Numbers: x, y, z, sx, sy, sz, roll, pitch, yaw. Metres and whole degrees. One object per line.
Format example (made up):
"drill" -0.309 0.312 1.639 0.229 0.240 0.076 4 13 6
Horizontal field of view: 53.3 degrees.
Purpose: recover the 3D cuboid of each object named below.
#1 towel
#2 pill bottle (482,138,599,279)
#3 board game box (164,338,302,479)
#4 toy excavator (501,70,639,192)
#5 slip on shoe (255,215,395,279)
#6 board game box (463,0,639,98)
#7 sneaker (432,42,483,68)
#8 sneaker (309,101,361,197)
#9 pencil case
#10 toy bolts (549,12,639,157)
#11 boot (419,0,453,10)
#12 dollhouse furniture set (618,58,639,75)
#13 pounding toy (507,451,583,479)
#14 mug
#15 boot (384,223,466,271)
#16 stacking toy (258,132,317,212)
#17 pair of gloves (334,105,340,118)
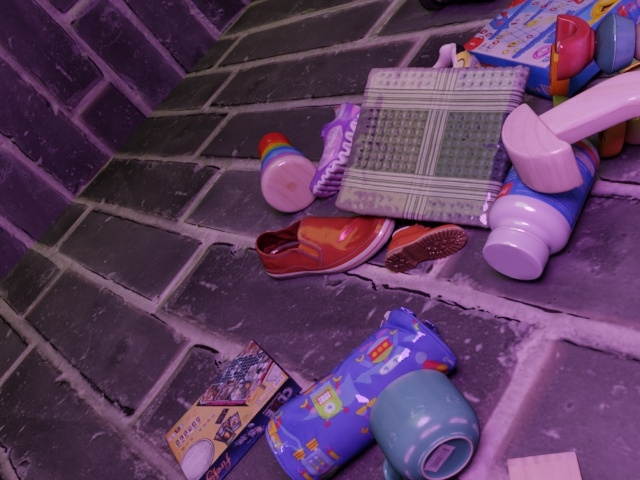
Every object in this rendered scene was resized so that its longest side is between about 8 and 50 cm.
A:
"towel" 0.202 -0.181 1.194 0.324 0.056 0.312 10 81 32
"pill bottle" 0.333 -0.055 0.978 0.124 0.124 0.221 2 52 48
"board game box" -0.161 0.312 1.152 0.243 0.042 0.165 -47 33 -8
"toy excavator" 0.521 -0.187 0.805 0.433 0.222 0.445 -46 38 -9
"slip on shoe" 0.000 0.000 1.291 0.331 0.101 0.123 -14 40 35
"board game box" 0.487 -0.435 1.278 0.302 0.086 0.308 -42 29 1
"sneaker" 0.184 -0.258 1.351 0.384 0.147 0.145 -45 34 -3
"sneaker" 0.039 -0.208 1.428 0.104 0.095 0.236 42 113 27
"pencil case" 0.058 0.225 0.946 0.306 0.119 0.133 -42 56 1
"toy bolts" 0.449 -0.267 1.001 0.158 0.228 0.218 1 57 16
"boot" 0.430 -0.760 1.684 0.260 0.131 0.348 13 72 60
"dollhouse furniture set" 0.584 -0.348 1.114 0.151 0.058 0.076 -27 35 23
"pounding toy" 0.238 0.298 0.682 0.100 0.130 0.141 -14 41 18
"mug" 0.142 0.259 0.833 0.129 0.158 0.097 -21 33 -12
"boot" 0.188 -0.006 1.142 0.158 0.059 0.085 -20 34 32
"stacking toy" -0.102 -0.195 1.604 0.141 0.141 0.330 -38 29 6
"pair of gloves" 0.093 -0.327 1.644 0.198 0.023 0.159 -22 38 30
